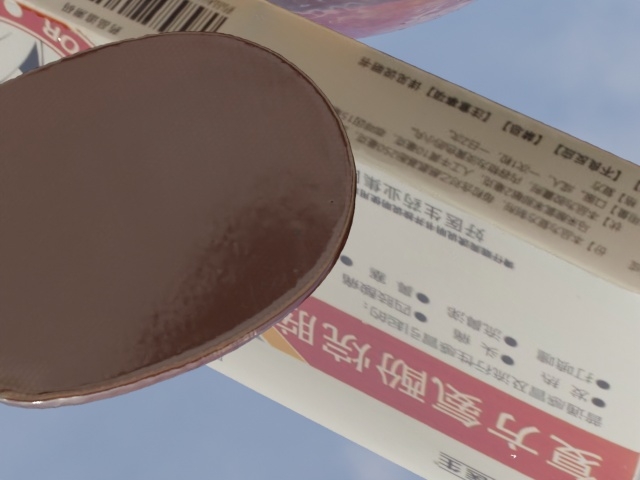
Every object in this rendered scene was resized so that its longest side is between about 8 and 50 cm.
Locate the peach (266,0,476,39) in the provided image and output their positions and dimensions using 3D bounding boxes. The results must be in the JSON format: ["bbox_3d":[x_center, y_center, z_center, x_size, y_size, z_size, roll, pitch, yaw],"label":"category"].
[{"bbox_3d":[0.025,-0.291,1.065,0.310,0.335,0.406,-14,173,8],"label":"peach"}]

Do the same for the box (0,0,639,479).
[{"bbox_3d":[0.000,0.000,0.850,0.353,0.214,0.069,27,-124,18],"label":"box"}]

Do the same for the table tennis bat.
[{"bbox_3d":[-0.119,0.005,0.695,0.274,0.021,0.154,-21,-123,-4],"label":"table tennis bat"}]
